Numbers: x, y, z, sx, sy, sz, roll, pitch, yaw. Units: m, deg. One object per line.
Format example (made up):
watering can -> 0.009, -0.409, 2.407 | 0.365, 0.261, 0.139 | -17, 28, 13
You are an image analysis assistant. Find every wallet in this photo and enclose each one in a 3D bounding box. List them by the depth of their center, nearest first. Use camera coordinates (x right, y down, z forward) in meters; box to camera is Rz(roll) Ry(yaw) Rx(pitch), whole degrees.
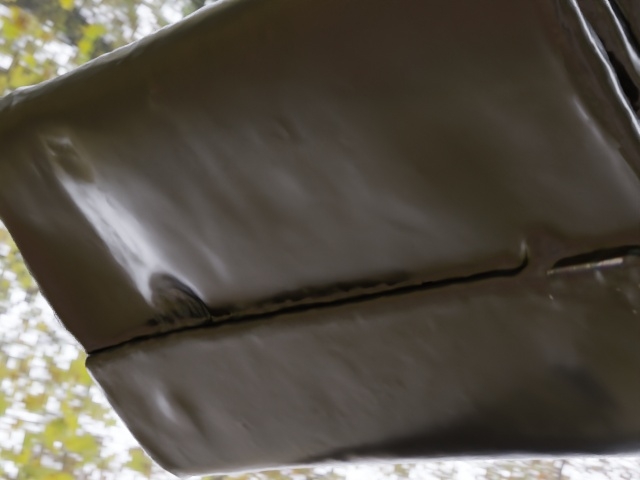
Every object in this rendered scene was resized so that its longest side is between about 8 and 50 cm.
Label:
wallet -> -0.001, 0.000, 0.643 | 0.406, 0.062, 0.228 | -13, -72, 53
